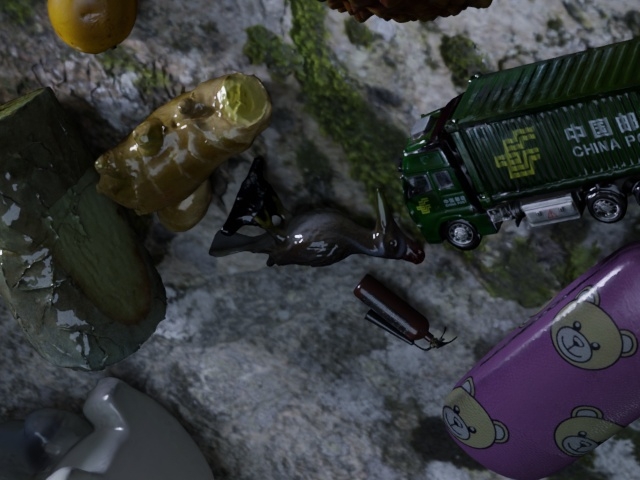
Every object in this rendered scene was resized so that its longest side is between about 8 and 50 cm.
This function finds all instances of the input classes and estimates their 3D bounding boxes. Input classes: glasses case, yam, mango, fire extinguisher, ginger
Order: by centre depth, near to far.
[{"bbox_3d":[-0.193,-0.211,1.556,0.080,0.060,0.114,8,125,16],"label":"mango"},{"bbox_3d":[0.227,0.109,1.601,0.123,0.076,0.316,39,132,-8],"label":"glasses case"},{"bbox_3d":[-0.126,-0.081,1.610,0.115,0.081,0.205,26,133,-12],"label":"ginger"},{"bbox_3d":[-0.248,-0.015,1.677,0.154,0.154,0.254,-11,120,31],"label":"yam"},{"bbox_3d":[0.070,0.075,1.677,0.100,0.032,0.046,39,121,1],"label":"fire extinguisher"}]

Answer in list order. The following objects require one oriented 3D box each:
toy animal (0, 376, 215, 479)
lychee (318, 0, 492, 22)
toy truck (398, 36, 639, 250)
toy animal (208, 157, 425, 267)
[{"bbox_3d":[-0.276,0.307,1.913,0.368,0.196,0.241,-20,117,33],"label":"toy animal"},{"bbox_3d":[0.057,-0.258,1.297,0.271,0.271,0.271,13,130,16],"label":"lychee"},{"bbox_3d":[0.184,-0.074,1.473,0.259,0.088,0.121,-12,121,30],"label":"toy truck"},{"bbox_3d":[-0.006,-0.007,1.641,0.202,0.070,0.105,8,138,11],"label":"toy animal"}]
